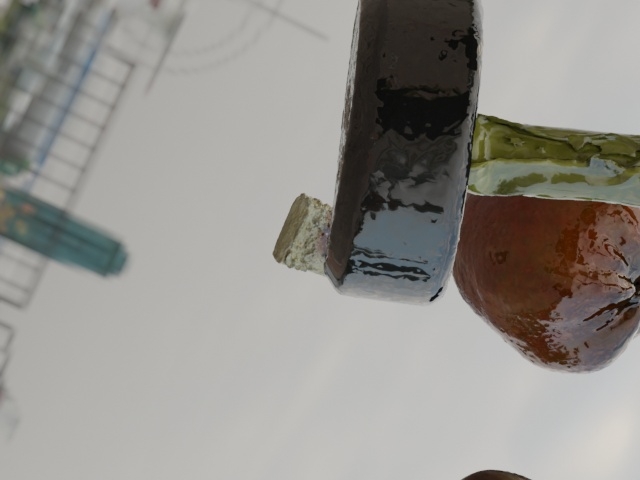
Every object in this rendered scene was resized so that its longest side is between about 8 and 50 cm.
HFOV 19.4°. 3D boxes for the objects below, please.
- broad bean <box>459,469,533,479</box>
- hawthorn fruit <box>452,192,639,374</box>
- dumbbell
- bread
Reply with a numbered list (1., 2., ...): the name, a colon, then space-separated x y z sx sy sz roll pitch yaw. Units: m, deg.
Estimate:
1. broad bean: 0.163 0.237 1.411 0.114 0.165 0.084 -56 -175 32
2. hawthorn fruit: 0.223 0.009 1.834 0.261 0.224 0.224 20 -96 45
3. dumbbell: 0.172 -0.047 1.163 0.204 0.322 0.204 -173 -90 -89
4. bread: 0.000 0.000 1.751 0.035 0.083 0.070 32 -83 52
